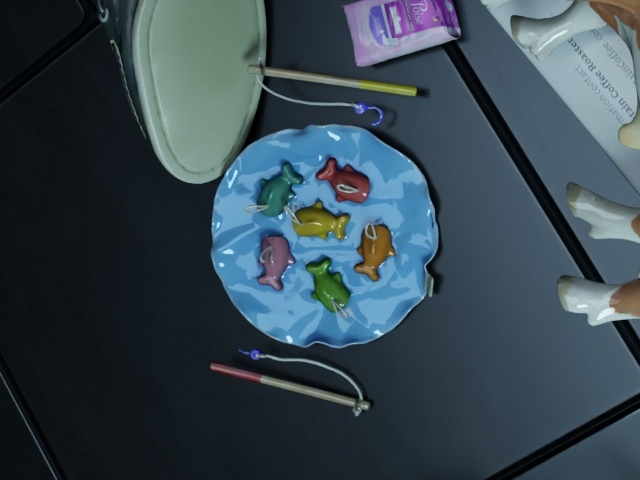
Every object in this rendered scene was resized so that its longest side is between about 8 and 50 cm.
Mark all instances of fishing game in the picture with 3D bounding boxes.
[{"bbox_3d":[0.000,0.000,1.079,0.189,0.041,0.264,14,101,12],"label":"fishing game"}]

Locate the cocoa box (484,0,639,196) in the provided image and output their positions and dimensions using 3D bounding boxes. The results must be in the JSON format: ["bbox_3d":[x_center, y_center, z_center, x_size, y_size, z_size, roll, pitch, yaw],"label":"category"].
[{"bbox_3d":[0.303,-0.102,0.851,0.231,0.228,0.347,-42,77,21],"label":"cocoa box"}]

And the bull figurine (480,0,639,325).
[{"bbox_3d":[0.190,-0.105,0.722,0.188,0.101,0.310,-17,85,28],"label":"bull figurine"}]

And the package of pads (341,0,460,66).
[{"bbox_3d":[0.061,-0.167,1.058,0.083,0.032,0.050,-14,90,23],"label":"package of pads"}]

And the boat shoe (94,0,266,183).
[{"bbox_3d":[-0.132,-0.217,1.096,0.113,0.127,0.340,9,113,48],"label":"boat shoe"}]
